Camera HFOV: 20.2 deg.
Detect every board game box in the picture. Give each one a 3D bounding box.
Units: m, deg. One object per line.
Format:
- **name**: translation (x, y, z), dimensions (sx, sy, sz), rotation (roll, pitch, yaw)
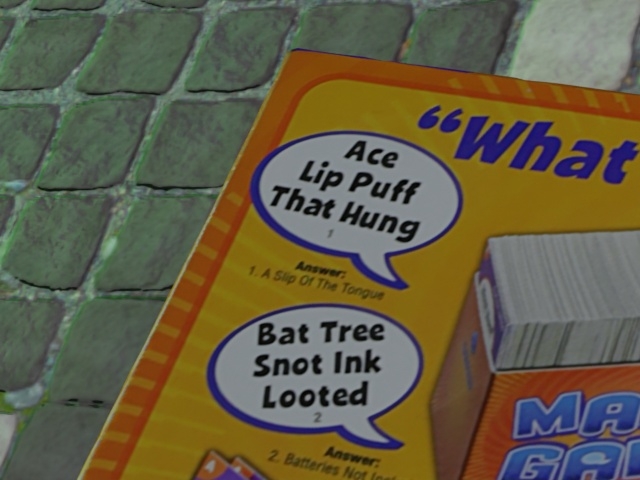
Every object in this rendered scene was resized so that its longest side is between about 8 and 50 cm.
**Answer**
- **board game box**: translation (0.121, 0.203, 0.594), dimensions (0.357, 0.356, 0.356), rotation (10, 54, 20)
